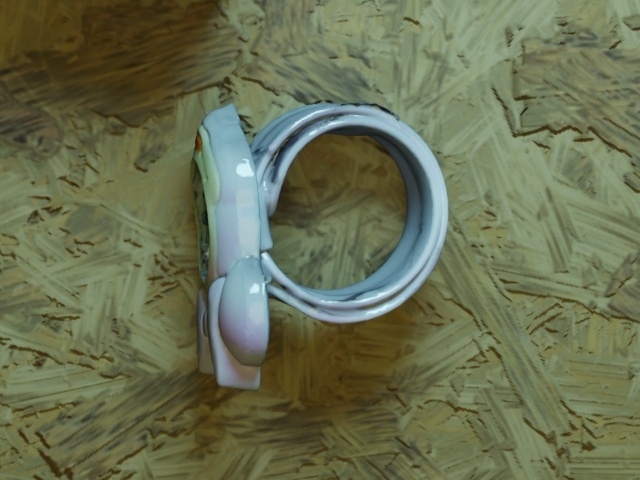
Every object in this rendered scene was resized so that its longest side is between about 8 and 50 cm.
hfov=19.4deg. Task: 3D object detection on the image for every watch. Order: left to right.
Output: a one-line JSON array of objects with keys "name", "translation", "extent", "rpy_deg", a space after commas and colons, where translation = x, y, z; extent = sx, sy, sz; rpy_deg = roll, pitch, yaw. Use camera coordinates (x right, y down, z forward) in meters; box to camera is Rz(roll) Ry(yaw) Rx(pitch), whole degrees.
[{"name": "watch", "translation": [0.000, 0.000, 1.641], "extent": [0.217, 0.211, 0.248], "rpy_deg": [-4, 94, -10]}]
